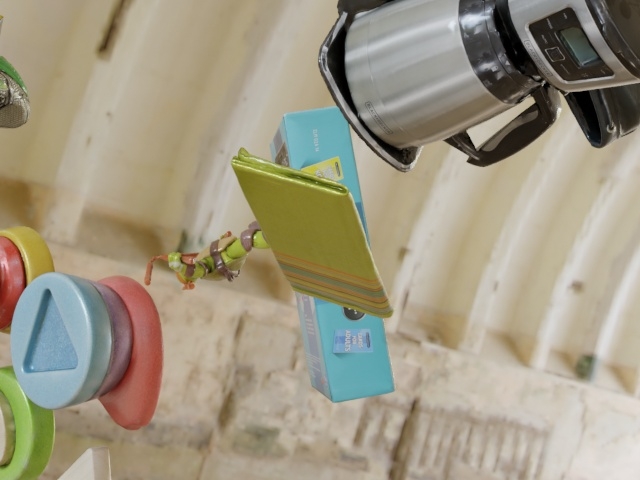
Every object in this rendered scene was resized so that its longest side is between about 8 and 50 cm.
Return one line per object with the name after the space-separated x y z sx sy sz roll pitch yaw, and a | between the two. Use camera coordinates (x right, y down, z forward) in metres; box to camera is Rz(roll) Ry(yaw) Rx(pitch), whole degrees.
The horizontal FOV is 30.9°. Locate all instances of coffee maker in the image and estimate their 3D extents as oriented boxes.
0.106 -0.140 0.640 0.178 0.171 0.120 -16 -32 41 | coffee maker

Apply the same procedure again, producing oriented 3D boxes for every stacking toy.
-0.314 0.140 1.175 0.309 0.279 0.130 16 9 40 | stacking toy

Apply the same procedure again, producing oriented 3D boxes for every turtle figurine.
-0.146 0.021 1.769 0.217 0.087 0.269 -28 -2 17 | turtle figurine

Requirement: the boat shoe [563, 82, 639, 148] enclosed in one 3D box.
0.254 -0.239 1.285 0.340 0.113 0.127 48 -2 -27 | boat shoe

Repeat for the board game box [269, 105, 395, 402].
0.010 0.020 1.441 0.079 0.336 0.254 -9 -2 -7 | board game box

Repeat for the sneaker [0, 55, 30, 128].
-0.599 -0.248 1.960 0.146 0.134 0.343 55 9 19 | sneaker

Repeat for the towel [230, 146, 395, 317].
0.000 0.000 0.965 0.102 0.021 0.237 16 -22 19 | towel

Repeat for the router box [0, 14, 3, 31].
-0.553 -0.154 1.616 0.081 0.243 0.309 26 -44 -2 | router box
